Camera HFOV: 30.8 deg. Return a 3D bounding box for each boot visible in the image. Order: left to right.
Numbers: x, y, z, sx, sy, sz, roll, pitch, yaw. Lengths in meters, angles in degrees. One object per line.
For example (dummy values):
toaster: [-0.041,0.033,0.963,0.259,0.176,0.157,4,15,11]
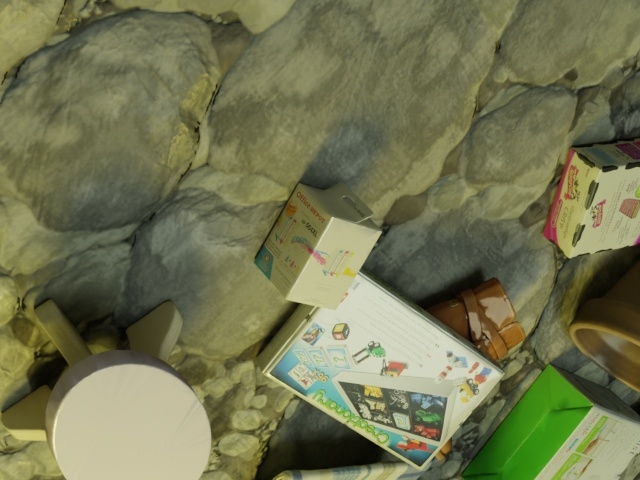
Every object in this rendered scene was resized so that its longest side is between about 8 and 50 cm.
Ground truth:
boot: [0.214,0.197,1.781,0.220,0.109,0.283,-32,125,-10]

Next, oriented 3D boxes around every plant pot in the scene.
plant pot: [0.574,0.119,1.896,0.229,0.263,0.263,-55,138,-14]

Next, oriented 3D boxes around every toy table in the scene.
toy table: [-0.249,0.190,1.392,0.252,0.161,0.274,-27,135,-17]

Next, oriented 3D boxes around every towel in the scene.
towel: [0.014,0.393,1.786,0.285,0.034,0.209,1,142,-36]

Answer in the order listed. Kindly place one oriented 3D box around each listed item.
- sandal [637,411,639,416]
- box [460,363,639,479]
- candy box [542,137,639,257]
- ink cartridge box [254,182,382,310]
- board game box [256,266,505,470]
sandal: [0.617,0.374,2.197,0.240,0.088,0.079,-23,96,-12]
box: [0.422,0.376,2.044,0.231,0.127,0.262,23,107,-45]
candy box: [0.465,-0.071,1.769,0.233,0.071,0.159,-9,128,-31]
ink cartridge box: [0.000,0.000,1.474,0.090,0.092,0.143,14,112,-41]
board game box: [0.087,0.176,1.627,0.305,0.053,0.193,35,100,-25]
